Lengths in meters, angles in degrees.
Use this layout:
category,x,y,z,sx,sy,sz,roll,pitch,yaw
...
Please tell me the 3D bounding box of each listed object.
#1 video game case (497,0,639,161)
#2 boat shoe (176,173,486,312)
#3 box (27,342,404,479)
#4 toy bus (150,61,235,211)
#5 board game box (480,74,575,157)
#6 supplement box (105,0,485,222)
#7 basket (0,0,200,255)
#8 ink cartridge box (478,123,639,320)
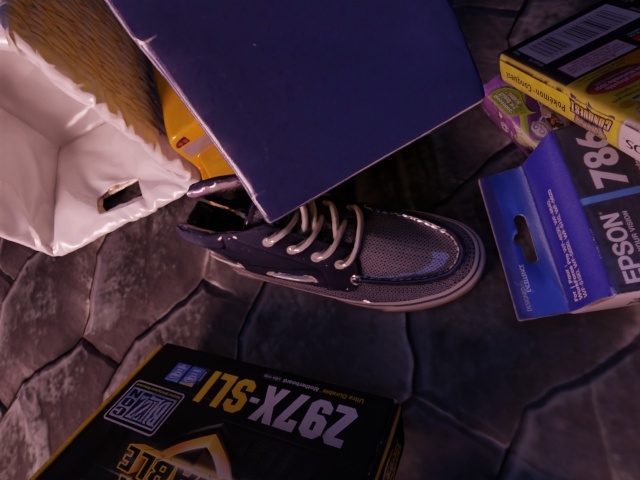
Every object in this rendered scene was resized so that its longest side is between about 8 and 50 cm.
category,x,y,z,sx,sy,sz,roll,pitch,yaw
video game case,0.341,-0.169,0.349,0.275,0.035,0.248,-26,42,5
boat shoe,0.000,0.000,0.473,0.341,0.158,0.127,1,72,25
box,-0.109,0.238,0.399,0.323,0.079,0.257,5,33,27
toy bus,-0.169,-0.212,0.642,0.108,0.130,0.332,-28,62,13
board game box,0.352,-0.099,0.419,0.208,0.056,0.346,-32,62,6
supplement box,-0.016,-0.205,0.436,0.196,0.194,0.356,-29,24,12
basket,-0.415,-0.190,0.640,0.329,0.331,0.266,-24,58,15
ink cartridge box,0.319,-0.042,0.352,0.333,0.065,0.165,-16,66,19
